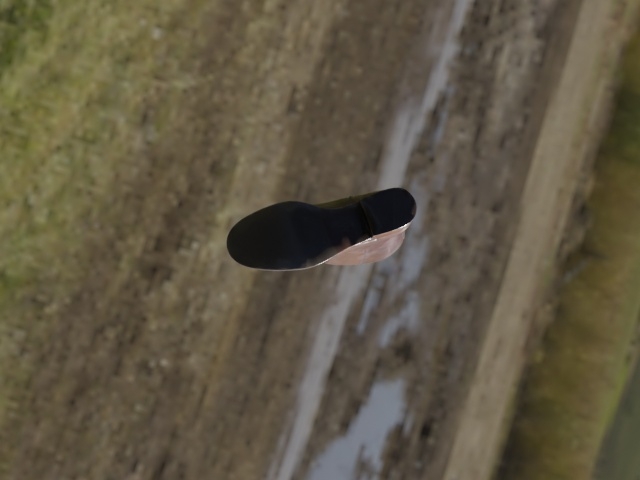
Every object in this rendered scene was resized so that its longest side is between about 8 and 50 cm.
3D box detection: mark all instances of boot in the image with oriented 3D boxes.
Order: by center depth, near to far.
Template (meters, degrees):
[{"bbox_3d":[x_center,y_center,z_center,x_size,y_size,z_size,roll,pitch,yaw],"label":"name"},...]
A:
[{"bbox_3d":[0.000,0.000,0.944,0.114,0.106,0.037,120,-41,-83],"label":"boot"}]
